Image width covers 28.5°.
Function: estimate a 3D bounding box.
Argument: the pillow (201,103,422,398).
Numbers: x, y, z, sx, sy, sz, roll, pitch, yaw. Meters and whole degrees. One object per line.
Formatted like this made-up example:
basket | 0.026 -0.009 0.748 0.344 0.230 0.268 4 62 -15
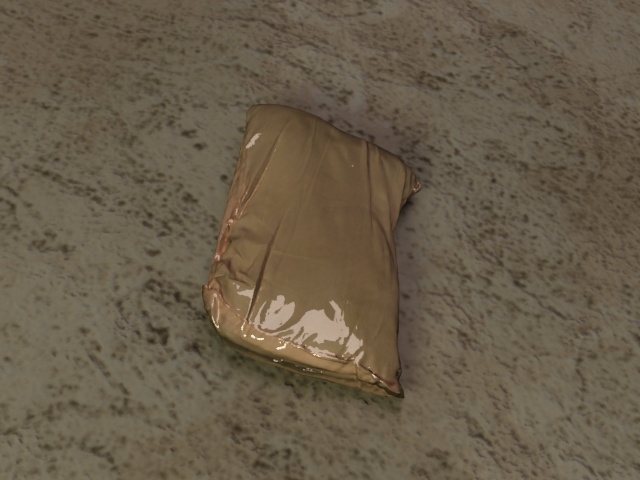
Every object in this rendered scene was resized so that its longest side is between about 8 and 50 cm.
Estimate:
pillow | 0.000 0.000 1.042 0.173 0.067 0.270 15 47 -5
